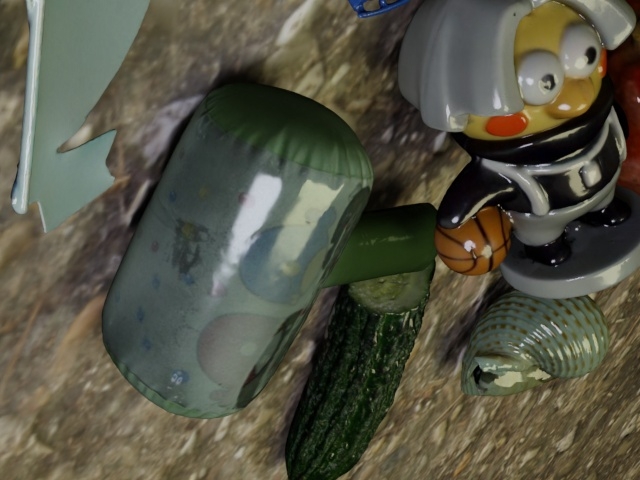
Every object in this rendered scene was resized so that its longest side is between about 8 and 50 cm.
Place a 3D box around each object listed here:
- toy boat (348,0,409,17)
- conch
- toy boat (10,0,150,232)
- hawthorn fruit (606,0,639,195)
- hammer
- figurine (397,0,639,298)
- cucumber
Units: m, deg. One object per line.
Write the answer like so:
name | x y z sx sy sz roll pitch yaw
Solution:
toy boat | 0.042 -0.183 0.772 0.175 0.091 0.110 -33 -178 -34
conch | 0.206 0.098 1.315 0.153 0.102 0.135 -1 144 -13
toy boat | -0.088 -0.137 0.548 0.220 0.067 0.291 -40 140 -61
hawthorn fruit | 0.271 -0.127 1.040 0.205 0.205 0.253 -50 146 1
hammer | 0.000 0.000 0.900 0.335 0.119 0.206 -8 132 -61
figurine | 0.139 -0.079 0.916 0.176 0.133 0.236 -33 125 -18
cucumber | 0.029 0.117 1.111 0.077 0.077 0.265 -24 143 -40
